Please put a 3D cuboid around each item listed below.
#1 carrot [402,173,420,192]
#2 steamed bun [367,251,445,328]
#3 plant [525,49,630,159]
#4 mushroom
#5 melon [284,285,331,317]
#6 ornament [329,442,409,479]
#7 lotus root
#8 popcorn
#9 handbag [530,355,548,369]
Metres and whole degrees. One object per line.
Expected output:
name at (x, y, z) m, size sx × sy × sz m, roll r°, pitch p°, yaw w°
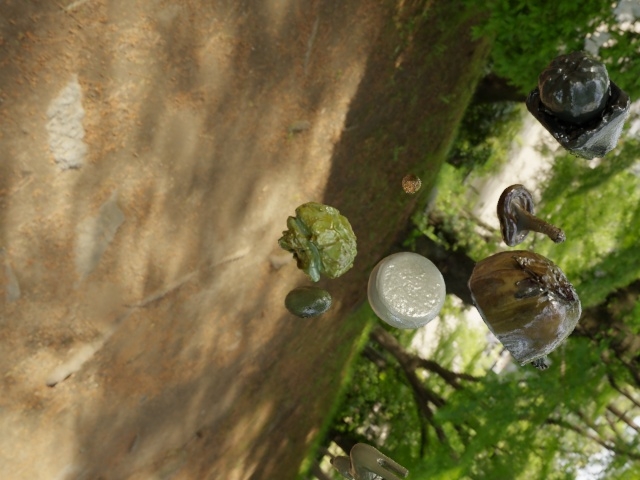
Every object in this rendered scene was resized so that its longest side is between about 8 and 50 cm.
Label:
carrot at (0.259, -0.160, 1.937) m, size 0.055 × 0.055 × 0.161 m, roll -55°, pitch 179°, yaw 12°
steamed bun at (0.298, 0.187, 2.412) m, size 0.283 × 0.283 × 0.177 m, roll -40°, pitch 169°, yaw -26°
plant at (0.483, -0.245, 1.266) m, size 0.142 × 0.164 × 0.256 m, roll -37°, pitch 141°, yaw 12°
mushroom at (0.664, -0.062, 2.102) m, size 0.148 × 0.217 × 0.227 m, roll -43°, pitch 128°, yaw -17°
melon at (-0.036, 0.180, 1.993) m, size 0.162 × 0.099 × 0.099 m, roll -11°, pitch -170°, yaw 41°
ornament at (0.126, 0.648, 1.906) m, size 0.061 × 0.245 × 0.230 m, roll -45°, pitch 149°, yaw -33°
lotus root at (0.471, 0.129, 1.539) m, size 0.192 × 0.272 × 0.272 m, roll -39°, pitch 169°, yaw 37°
popcorn at (0.000, 0.000, 1.848) m, size 0.183 × 0.221 × 0.204 m, roll -33°, pitch 180°, yaw -23°
handbag at (0.552, 0.278, 1.740) m, size 0.047 × 0.111 × 0.072 m, roll -13°, pitch 166°, yaw 7°
